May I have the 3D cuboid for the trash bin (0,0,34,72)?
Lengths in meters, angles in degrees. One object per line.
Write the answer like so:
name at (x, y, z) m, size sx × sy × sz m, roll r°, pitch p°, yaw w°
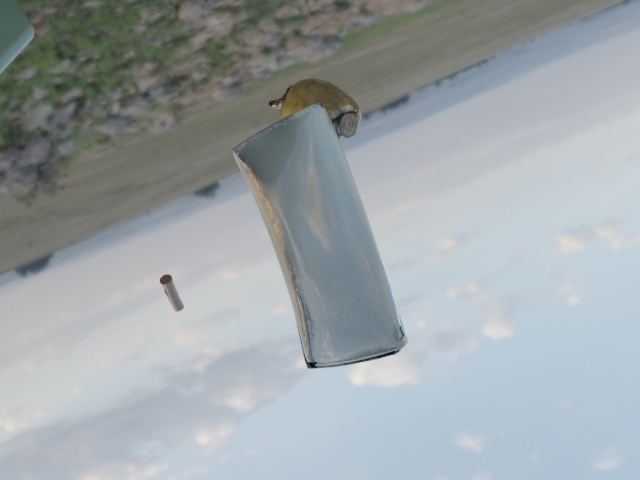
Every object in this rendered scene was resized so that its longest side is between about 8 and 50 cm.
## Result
trash bin at (-0.627, -0.312, 1.536) m, size 0.158 × 0.223 × 0.343 m, roll -9°, pitch -145°, yaw 25°

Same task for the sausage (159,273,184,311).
sausage at (-0.284, 0.103, 1.886) m, size 0.026 × 0.026 × 0.116 m, roll -23°, pitch 147°, yaw -8°

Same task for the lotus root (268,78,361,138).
lotus root at (-0.014, -0.262, 1.950) m, size 0.125 × 0.118 × 0.221 m, roll -11°, pitch -148°, yaw -45°

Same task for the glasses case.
glasses case at (-0.002, 0.001, 1.155) m, size 0.128 × 0.308 × 0.083 m, roll -20°, pitch -173°, yaw -9°
